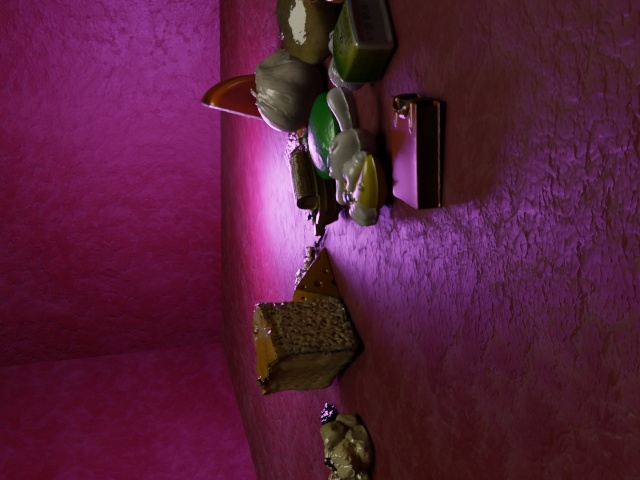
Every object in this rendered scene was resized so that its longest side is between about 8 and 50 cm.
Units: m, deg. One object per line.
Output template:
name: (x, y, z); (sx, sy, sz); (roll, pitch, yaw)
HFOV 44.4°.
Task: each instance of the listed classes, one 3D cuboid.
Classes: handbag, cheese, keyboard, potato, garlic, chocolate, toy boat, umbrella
handbag: (0.169, -0.161, 1.390); (0.127, 0.062, 0.190); (-133, 37, -68)
cheese: (-0.006, 0.107, 2.129); (0.093, 0.126, 0.171); (104, 177, -47)
keyboard: (-0.058, -0.186, 2.312); (0.317, 0.027, 0.106); (-110, 22, -45)
potato: (-0.032, -0.569, 1.875); (0.191, 0.141, 0.296); (-162, 71, -72)
garlic: (-0.074, -0.400, 2.032); (0.142, 0.178, 0.230); (-6, 73, 61)
chocolate: (0.021, 0.487, 2.147); (0.072, 0.070, 0.147); (-68, 13, -7)
toy boat: (-0.020, -0.158, 1.995); (0.089, 0.115, 0.310); (112, 151, -59)
umbrella: (-0.004, -0.003, 2.174); (0.022, 0.022, 0.149); (37, 149, 11)

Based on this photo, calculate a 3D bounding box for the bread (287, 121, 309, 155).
bread: (-0.062, -0.319, 2.231); (0.154, 0.054, 0.136); (147, 116, -67)

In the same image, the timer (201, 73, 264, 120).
timer: (-0.244, -0.448, 2.499); (0.257, 0.249, 0.161); (-142, 50, -71)

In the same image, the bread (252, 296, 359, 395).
bread: (-0.045, 0.323, 2.002); (0.279, 0.248, 0.315); (-122, 27, -64)

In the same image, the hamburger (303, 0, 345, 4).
hamburger: (0.010, -0.630, 1.557); (0.318, 0.158, 0.319); (-19, 69, 62)

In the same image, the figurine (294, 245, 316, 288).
figurine: (-0.038, 0.090, 2.260); (0.101, 0.068, 0.143); (120, 155, -59)

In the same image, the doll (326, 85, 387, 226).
doll: (0.070, -0.160, 1.648); (0.252, 0.111, 0.237); (86, 167, -50)

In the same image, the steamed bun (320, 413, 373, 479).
steamed bun: (0.054, 0.526, 1.941); (0.192, 0.106, 0.178); (-112, 24, -53)

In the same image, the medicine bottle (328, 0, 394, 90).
medicine bottle: (0.079, -0.392, 1.599); (0.188, 0.088, 0.132); (119, 144, -64)

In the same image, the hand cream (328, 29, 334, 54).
hand cream: (0.057, -0.416, 1.768); (0.084, 0.053, 0.142); (85, 164, -62)

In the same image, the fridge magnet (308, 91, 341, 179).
fridge magnet: (0.021, -0.248, 1.865); (0.208, 0.088, 0.208); (174, 90, -75)
